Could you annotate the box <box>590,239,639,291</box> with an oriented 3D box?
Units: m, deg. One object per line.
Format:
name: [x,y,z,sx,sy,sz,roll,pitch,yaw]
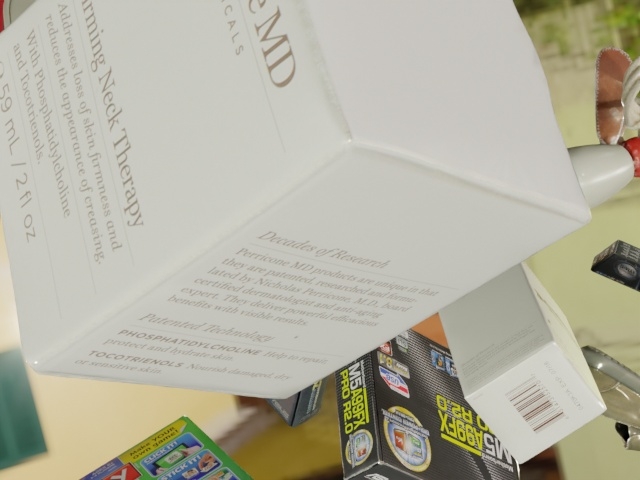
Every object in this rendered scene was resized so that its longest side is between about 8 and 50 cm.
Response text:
box: [0.347,0.032,1.751,0.083,0.018,0.067,23,158,-7]

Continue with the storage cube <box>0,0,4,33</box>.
storage cube: [-0.430,-0.320,2.566,0.183,0.193,0.215,-16,155,-3]

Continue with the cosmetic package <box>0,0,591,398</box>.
cosmetic package: [-0.045,-0.093,1.409,0.393,0.329,0.327,-34,150,33]

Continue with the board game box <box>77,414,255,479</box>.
board game box: [-0.216,0.298,1.512,0.317,0.046,0.213,-31,-154,-16]

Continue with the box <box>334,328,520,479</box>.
box: [0.131,0.223,1.925,0.060,0.216,0.270,-33,135,32]

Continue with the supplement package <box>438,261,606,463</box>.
supplement package: [0.198,0.115,1.598,0.105,0.105,0.179,-35,-154,12]

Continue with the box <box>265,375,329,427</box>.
box: [-0.078,0.124,2.260,0.059,0.183,0.232,-27,-122,-33]

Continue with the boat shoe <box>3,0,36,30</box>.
boat shoe: [-0.327,-0.218,1.858,0.095,0.079,0.254,6,-140,-14]

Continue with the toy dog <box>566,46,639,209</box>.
toy dog: [0.362,-0.149,1.795,0.333,0.220,0.161,-7,-141,-41]

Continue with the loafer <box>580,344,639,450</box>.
loafer: [0.415,0.229,2.028,0.087,0.251,0.094,-56,-175,3]
